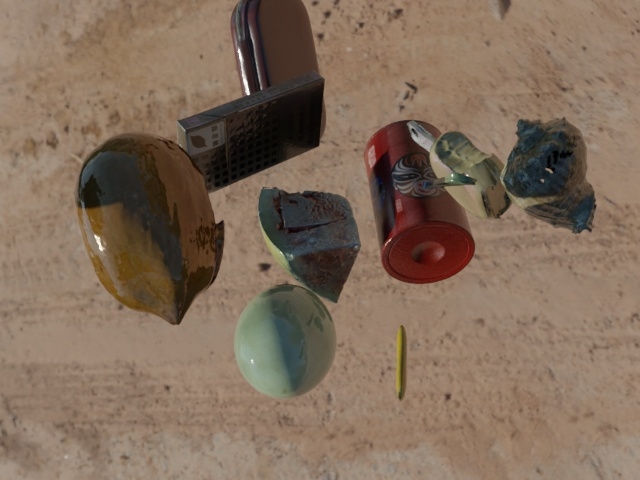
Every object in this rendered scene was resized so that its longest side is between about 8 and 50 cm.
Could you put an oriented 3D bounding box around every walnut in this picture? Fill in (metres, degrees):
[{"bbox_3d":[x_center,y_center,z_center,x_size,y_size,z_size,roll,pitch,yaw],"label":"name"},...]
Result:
[{"bbox_3d":[-0.250,-0.016,1.041,0.203,0.203,0.297,-25,71,34],"label":"walnut"}]

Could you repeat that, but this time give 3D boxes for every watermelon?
[{"bbox_3d":[0.000,0.000,1.588,0.201,0.261,0.212,-28,44,13],"label":"watermelon"}]

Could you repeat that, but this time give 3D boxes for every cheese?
[{"bbox_3d":[0.252,-0.151,1.374,0.082,0.163,0.286,-36,50,-7],"label":"cheese"}]

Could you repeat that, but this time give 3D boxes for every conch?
[{"bbox_3d":[0.358,-0.099,1.129,0.207,0.130,0.155,55,162,-7],"label":"conch"}]

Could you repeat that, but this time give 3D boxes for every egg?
[{"bbox_3d":[-0.051,0.144,1.050,0.150,0.192,0.149,-1,118,-1],"label":"egg"}]

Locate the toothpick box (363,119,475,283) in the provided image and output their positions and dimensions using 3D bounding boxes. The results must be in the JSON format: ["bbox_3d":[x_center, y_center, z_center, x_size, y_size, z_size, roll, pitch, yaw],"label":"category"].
[{"bbox_3d":[0.215,-0.092,1.621,0.204,0.204,0.333,-38,37,31],"label":"toothpick box"}]

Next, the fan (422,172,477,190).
[{"bbox_3d":[0.180,-0.082,1.040,0.038,0.193,0.016,14,90,-7],"label":"fan"}]

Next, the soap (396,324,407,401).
[{"bbox_3d":[0.095,0.143,0.839,0.012,0.034,0.089,1,68,5],"label":"soap"}]

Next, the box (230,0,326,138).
[{"bbox_3d":[-0.100,-0.409,1.763,0.108,0.263,0.403,1,108,33],"label":"box"}]

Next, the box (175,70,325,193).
[{"bbox_3d":[-0.135,-0.214,1.457,0.047,0.325,0.180,44,147,31],"label":"box"}]
